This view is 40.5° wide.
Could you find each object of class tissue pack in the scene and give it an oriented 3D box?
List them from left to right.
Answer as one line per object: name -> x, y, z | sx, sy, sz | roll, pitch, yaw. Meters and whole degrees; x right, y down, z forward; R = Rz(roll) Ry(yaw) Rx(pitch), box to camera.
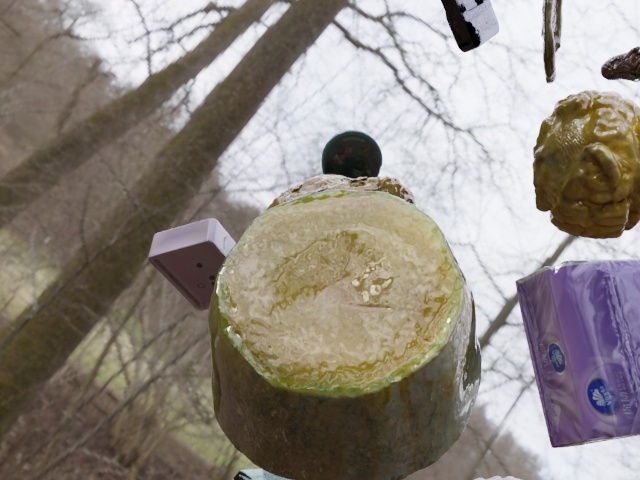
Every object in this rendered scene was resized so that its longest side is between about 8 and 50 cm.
tissue pack -> 0.533, 0.206, 1.646 | 0.160, 0.242, 0.339 | 135, -52, -65

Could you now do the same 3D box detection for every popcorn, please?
popcorn -> 0.458, -0.131, 1.431 | 0.190, 0.250, 0.250 | -3, 11, -32

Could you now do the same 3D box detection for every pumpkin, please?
pumpkin -> 0.016, 0.097, 0.995 | 0.332, 0.332, 0.199 | 30, -25, 29

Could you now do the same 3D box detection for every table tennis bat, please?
table tennis bat -> 0.062, -0.124, 1.760 | 0.124, 0.201, 0.033 | 3, 5, -1

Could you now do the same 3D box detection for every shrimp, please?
shrimp -> 0.703, -0.376, 1.872 | 0.190, 0.073, 0.075 | 3, -19, 22

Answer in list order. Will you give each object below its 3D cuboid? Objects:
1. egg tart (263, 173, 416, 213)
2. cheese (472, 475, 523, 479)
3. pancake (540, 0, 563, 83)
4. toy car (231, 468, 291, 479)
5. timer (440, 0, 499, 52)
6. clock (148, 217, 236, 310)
egg tart -> -0.003, 0.001, 1.416 | 0.129, 0.341, 0.341 | 48, -7, 28
cheese -> 0.373, 0.660, 1.841 | 0.292, 0.332, 0.153 | 54, 20, -1
pancake -> 0.392, -0.381, 1.470 | 0.029, 0.235, 0.212 | 4, -43, 17
toy car -> -0.065, 0.571, 1.956 | 0.141, 0.097, 0.320 | 39, 7, 29
timer -> 0.239, -0.426, 1.500 | 0.055, 0.144, 0.187 | -17, -75, 37
clock -> -0.224, 0.050, 1.710 | 0.150, 0.063, 0.197 | -14, -42, 21
